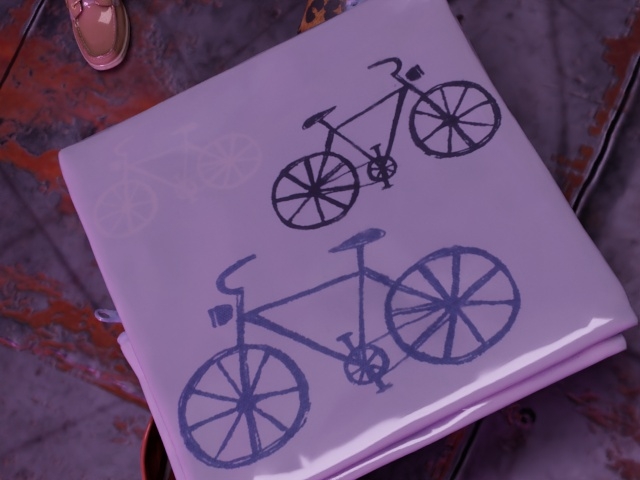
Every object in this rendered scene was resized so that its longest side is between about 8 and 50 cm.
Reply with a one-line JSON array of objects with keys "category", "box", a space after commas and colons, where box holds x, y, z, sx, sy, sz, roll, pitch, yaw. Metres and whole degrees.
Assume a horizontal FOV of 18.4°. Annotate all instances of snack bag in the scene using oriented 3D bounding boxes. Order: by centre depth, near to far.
[{"category": "snack bag", "box": [0.000, 0.000, 1.357, 0.323, 0.037, 0.342, -27, 60, 0]}]

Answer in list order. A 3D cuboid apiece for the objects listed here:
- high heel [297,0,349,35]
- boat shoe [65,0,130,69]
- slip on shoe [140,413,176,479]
[{"category": "high heel", "box": [-0.064, -0.103, 1.499, 0.186, 0.093, 0.261, 5, 82, 13]}, {"category": "boat shoe", "box": [-0.189, -0.203, 1.605, 0.050, 0.045, 0.135, -19, 66, 11]}, {"category": "slip on shoe", "box": [-0.065, 0.101, 1.402, 0.123, 0.101, 0.331, 10, 82, 9]}]
